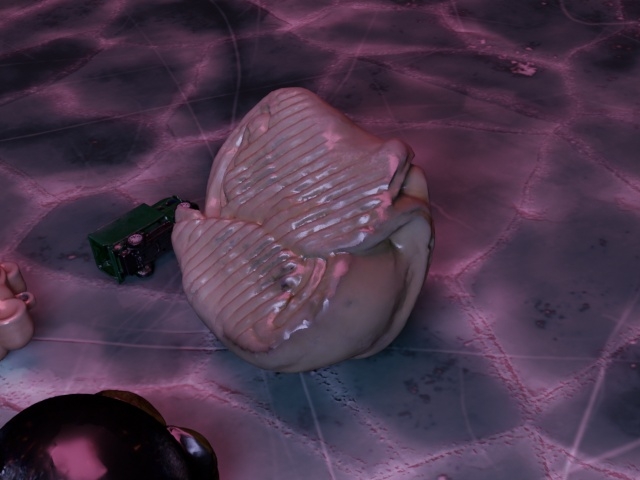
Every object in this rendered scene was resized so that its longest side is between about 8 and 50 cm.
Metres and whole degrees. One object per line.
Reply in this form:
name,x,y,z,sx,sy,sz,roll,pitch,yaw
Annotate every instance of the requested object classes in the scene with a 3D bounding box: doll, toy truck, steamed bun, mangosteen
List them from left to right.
doll,-0.480,0.120,1.177,0.278,0.119,0.154,-28,40,-21
mangosteen,-0.214,0.246,0.925,0.243,0.243,0.243,-3,38,2
toy truck,-0.237,-0.005,1.352,0.147,0.065,0.079,-34,43,-30
steamed bun,-0.006,0.009,1.181,0.324,0.219,0.310,32,88,43
